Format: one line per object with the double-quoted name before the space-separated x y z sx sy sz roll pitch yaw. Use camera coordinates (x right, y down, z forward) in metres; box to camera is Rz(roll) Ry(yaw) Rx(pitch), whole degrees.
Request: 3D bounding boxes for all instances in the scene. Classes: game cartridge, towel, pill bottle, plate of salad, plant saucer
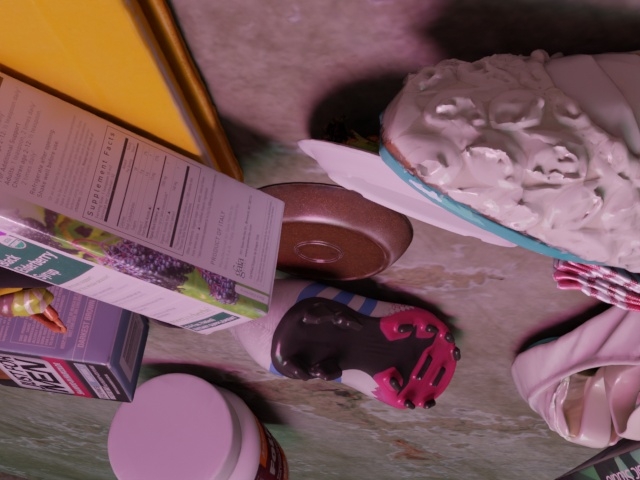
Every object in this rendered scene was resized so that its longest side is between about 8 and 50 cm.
"game cartridge" -0.241 -0.104 0.590 0.324 0.052 0.285 5 155 11
"towel" 0.270 0.050 0.642 0.197 0.029 0.144 25 -168 8
"pill bottle" -0.191 0.362 1.363 0.224 0.224 0.392 3 155 10
"plate of salad" 0.080 -0.042 0.590 0.200 0.048 0.200 22 180 0
"plant saucer" 0.000 0.000 0.760 0.168 0.029 0.168 6 154 3

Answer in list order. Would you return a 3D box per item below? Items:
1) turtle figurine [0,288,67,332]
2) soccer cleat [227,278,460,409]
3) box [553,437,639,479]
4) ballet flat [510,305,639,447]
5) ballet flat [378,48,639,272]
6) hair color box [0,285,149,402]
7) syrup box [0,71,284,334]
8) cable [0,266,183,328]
"turtle figurine" -0.366 0.017 0.717 0.270 0.087 0.217 19 148 10
"soccer cleat" 0.028 0.098 0.896 0.143 0.116 0.331 28 -178 41
"box" 0.420 0.216 0.928 0.232 0.058 0.322 -25 160 -16
"ballet flat" 0.304 0.151 0.876 0.139 0.139 0.400 11 155 -7
"ballet flat" 0.225 -0.047 0.517 0.409 0.147 0.147 18 153 -28
"hair color box" -0.409 0.096 0.984 0.375 0.113 0.185 8 155 0
"syrup box" -0.150 -0.017 0.572 0.237 0.096 0.093 23 152 -32
"cable" -0.206 0.003 0.670 0.072 0.139 0.287 19 -171 43
